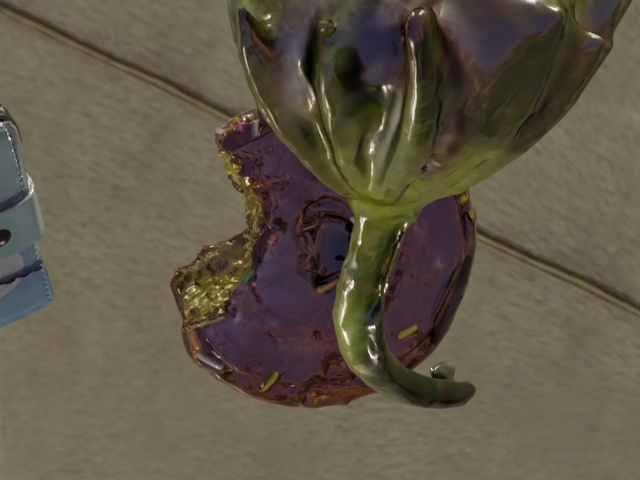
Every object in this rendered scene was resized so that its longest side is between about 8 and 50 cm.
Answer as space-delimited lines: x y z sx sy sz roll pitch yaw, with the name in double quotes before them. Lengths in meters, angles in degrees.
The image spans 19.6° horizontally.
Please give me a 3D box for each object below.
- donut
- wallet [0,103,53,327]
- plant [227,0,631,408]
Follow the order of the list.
"donut" 0.000 0.001 1.328 0.216 0.096 0.230 -3 105 -18
"wallet" -0.344 -0.012 1.700 0.176 0.250 0.075 -23 49 -16
"plant" 0.058 -0.022 0.929 0.180 0.251 0.333 23 117 44
